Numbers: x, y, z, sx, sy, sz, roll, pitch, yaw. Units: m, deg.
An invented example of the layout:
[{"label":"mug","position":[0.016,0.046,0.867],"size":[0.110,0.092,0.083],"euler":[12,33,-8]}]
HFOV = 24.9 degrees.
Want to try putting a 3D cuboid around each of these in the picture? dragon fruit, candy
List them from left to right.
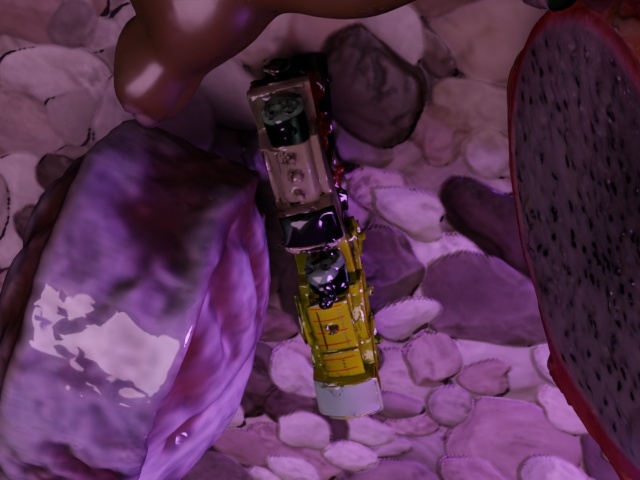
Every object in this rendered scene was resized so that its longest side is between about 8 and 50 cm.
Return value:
[{"label":"candy","position":[-0.117,0.057,0.908],"size":[0.157,0.214,0.289],"euler":[20,144,-1]},{"label":"dragon fruit","position":[0.223,-0.001,0.717],"size":[0.189,0.290,0.290],"euler":[-12,130,-10]}]

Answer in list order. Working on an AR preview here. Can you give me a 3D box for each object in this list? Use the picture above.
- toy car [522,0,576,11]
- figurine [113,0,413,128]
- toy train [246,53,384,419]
[{"label":"toy car","position":[0.117,-0.172,0.643],"size":[0.055,0.142,0.069],"euler":[16,174,19]},{"label":"figurine","position":[-0.021,-0.191,0.695],"size":[0.247,0.173,0.177],"euler":[-30,125,27]},{"label":"toy train","position":[0.000,0.000,0.910],"size":[0.053,0.085,0.249],"euler":[-9,127,6]}]
